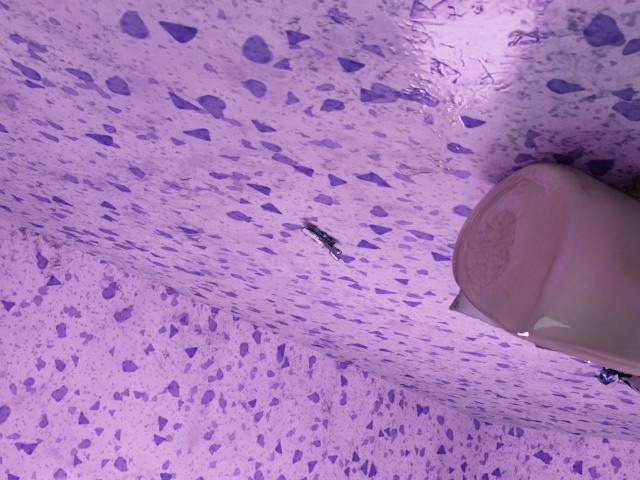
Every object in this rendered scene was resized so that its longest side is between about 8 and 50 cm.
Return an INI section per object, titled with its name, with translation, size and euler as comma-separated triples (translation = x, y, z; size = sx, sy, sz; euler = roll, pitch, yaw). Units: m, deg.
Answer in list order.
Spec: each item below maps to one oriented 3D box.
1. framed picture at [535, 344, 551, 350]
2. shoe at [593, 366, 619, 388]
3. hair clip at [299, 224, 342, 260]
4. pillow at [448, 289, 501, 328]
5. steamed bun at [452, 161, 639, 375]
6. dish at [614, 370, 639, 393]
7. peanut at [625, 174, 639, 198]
[framed picture]
translation = 0.772, 0.329, 2.156
size = 0.203, 0.015, 0.150
euler = 11, -169, 12
[shoe]
translation = 1.014, 0.468, 2.413
size = 0.071, 0.064, 0.143
euler = 31, 158, 13
[hair clip]
translation = -0.001, 0.000, 1.910
size = 0.049, 0.049, 0.173
euler = -3, 148, 43
[pillow]
translation = 0.501, 0.138, 1.741
size = 0.313, 0.119, 0.310
euler = 16, 147, 7
[steamed bun]
translation = 0.471, 0.038, 1.231
size = 0.371, 0.289, 0.456
euler = 20, -170, -12
[dish]
translation = 0.997, 0.389, 2.028
size = 0.303, 0.120, 0.303
euler = 42, 174, 5
[peanut]
translation = 0.568, -0.094, 1.218
size = 0.037, 0.037, 0.083
euler = 15, 159, 3
